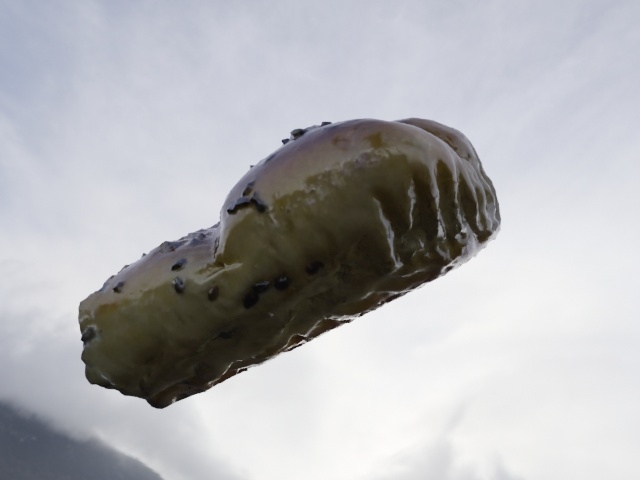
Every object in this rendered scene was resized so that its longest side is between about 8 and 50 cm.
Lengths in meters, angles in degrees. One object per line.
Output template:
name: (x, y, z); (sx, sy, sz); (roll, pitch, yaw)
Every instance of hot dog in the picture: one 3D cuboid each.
hot dog: (0.000, 0.000, 0.590); (0.365, 0.367, 0.196); (-24, -92, 17)
